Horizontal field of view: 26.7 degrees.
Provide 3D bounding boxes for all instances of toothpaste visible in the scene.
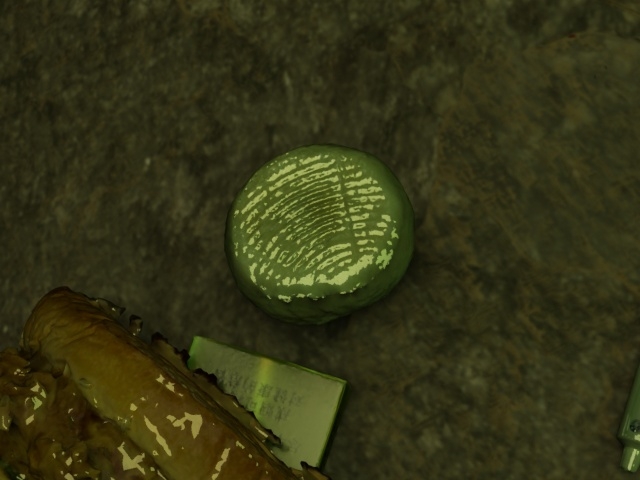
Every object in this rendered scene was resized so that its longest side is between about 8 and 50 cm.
[{"bbox_3d":[0.334,0.124,1.320,0.064,0.041,0.218,22,75,4],"label":"toothpaste"}]

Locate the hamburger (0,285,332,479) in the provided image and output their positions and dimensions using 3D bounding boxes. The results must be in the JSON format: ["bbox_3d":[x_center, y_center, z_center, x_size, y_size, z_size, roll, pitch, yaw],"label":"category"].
[{"bbox_3d":[-0.186,0.223,1.210,0.445,0.287,0.268,39,85,22],"label":"hamburger"}]

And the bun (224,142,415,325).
[{"bbox_3d":[0.000,0.000,1.375,0.195,0.118,0.195,-2,68,5],"label":"bun"}]

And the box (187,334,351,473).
[{"bbox_3d":[-0.099,0.265,1.350,0.173,0.043,0.311,15,76,14],"label":"box"}]
